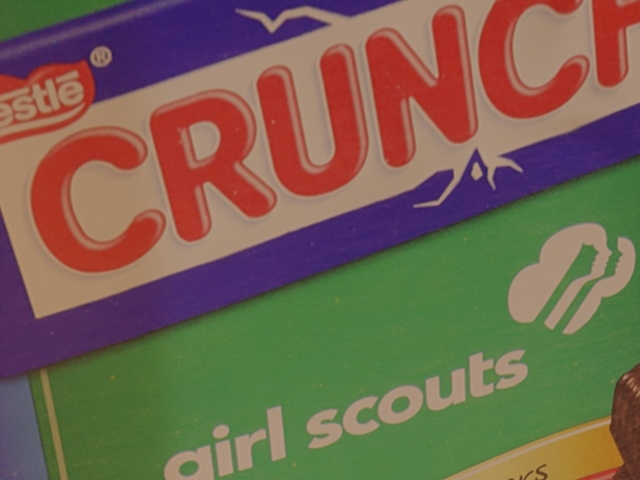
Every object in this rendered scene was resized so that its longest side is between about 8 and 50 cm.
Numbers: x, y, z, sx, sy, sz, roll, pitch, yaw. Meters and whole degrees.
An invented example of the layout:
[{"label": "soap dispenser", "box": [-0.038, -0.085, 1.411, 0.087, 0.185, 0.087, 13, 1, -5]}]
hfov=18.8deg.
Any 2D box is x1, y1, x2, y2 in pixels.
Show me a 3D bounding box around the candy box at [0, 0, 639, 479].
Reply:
[{"label": "candy box", "box": [0.000, 0.000, 0.506, 0.122, 0.268, 0.317, -123, -158, -51]}]
